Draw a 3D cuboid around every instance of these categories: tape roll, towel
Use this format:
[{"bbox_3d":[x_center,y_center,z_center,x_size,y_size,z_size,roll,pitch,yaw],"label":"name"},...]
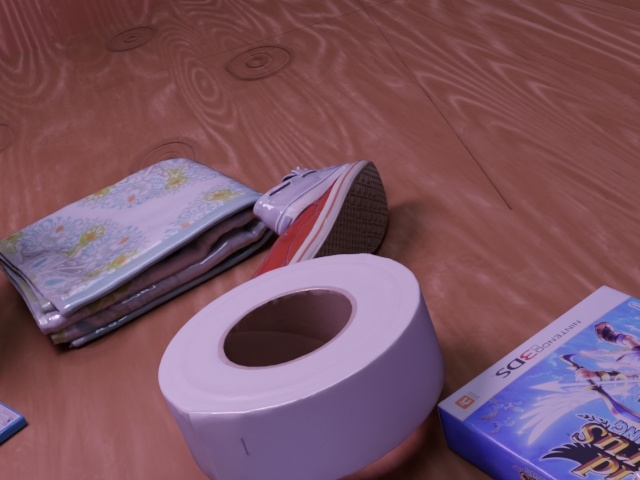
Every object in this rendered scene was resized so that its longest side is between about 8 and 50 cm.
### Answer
[{"bbox_3d":[-0.020,0.127,1.004,0.286,0.100,0.286,-16,24,8],"label":"tape roll"},{"bbox_3d":[-0.286,-0.005,1.468,0.374,0.090,0.320,-28,32,-21],"label":"towel"}]

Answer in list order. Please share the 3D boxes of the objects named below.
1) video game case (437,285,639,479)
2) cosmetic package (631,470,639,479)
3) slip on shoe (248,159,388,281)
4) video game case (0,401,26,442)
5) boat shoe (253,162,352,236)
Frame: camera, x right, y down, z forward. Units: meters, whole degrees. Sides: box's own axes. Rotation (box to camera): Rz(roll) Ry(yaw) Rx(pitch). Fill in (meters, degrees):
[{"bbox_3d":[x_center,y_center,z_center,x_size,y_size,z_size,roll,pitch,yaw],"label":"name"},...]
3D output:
[{"bbox_3d":[0.287,0.163,0.903,0.244,0.061,0.269,-31,32,-23],"label":"video game case"},{"bbox_3d":[0.354,0.213,0.709,0.239,0.060,0.099,-1,29,-10],"label":"cosmetic package"},{"bbox_3d":[0.000,0.000,1.288,0.101,0.123,0.331,-2,37,33],"label":"slip on shoe"},{"bbox_3d":[-0.455,0.251,1.184,0.119,0.015,0.166,15,41,43],"label":"video game case"},{"bbox_3d":[-0.020,-0.073,1.402,0.081,0.079,0.227,31,31,14],"label":"boat shoe"}]
